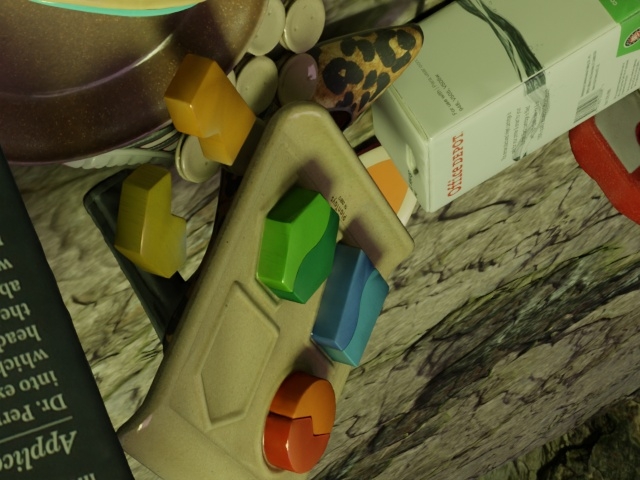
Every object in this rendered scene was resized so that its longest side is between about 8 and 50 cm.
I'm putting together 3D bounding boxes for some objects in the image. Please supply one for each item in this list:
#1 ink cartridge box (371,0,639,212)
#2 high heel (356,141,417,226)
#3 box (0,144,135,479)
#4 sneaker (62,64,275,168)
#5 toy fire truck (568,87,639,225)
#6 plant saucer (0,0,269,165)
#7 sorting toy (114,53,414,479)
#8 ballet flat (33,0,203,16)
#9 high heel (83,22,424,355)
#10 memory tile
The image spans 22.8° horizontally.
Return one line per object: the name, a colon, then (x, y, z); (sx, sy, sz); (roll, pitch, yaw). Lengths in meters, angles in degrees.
ink cartridge box: (0.142, -0.127, 1.170); (0.208, 0.087, 0.153); (-31, 162, -8)
high heel: (0.000, 0.000, 1.316); (0.244, 0.082, 0.117); (-54, -172, 15)
box: (-0.218, 0.175, 0.782); (0.212, 0.395, 0.293); (-17, 165, -25)
sneaker: (-0.085, -0.085, 0.943); (0.170, 0.063, 0.075); (-9, 156, -41)
toy fire truck: (0.383, -0.081, 1.411); (0.302, 0.254, 0.169); (-22, 158, -30)
plant saucer: (-0.121, -0.118, 0.804); (0.198, 0.036, 0.198); (-21, 149, -13)
sorting toy: (-0.034, 0.037, 0.929); (0.229, 0.041, 0.307); (-63, 150, -16)
ballet flat: (-0.137, -0.138, 0.659); (0.232, 0.080, 0.073); (-3, 131, -31)
high heel: (-0.006, -0.017, 1.046); (0.261, 0.186, 0.093); (-33, 161, 1)
memory tile: (-0.038, -0.108, 0.921); (0.113, 0.012, 0.148); (-14, 118, -48)
